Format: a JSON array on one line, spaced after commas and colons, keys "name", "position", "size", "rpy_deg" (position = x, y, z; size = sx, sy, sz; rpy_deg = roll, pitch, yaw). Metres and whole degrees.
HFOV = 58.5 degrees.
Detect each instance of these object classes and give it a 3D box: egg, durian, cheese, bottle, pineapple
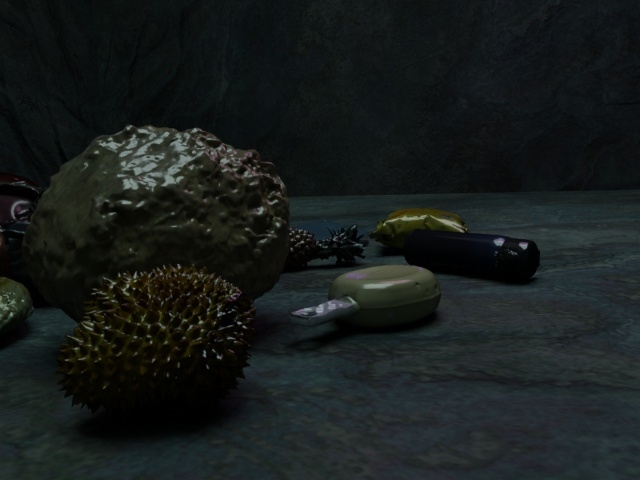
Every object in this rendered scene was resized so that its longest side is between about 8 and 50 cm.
[{"name": "egg", "position": [-0.190, -0.003, 0.695], "size": [0.310, 0.279, 0.279], "rpy_deg": [-22, 15, -20]}, {"name": "durian", "position": [-0.138, 0.085, 0.511], "size": [0.168, 0.137, 0.158], "rpy_deg": [-11, 29, 0]}, {"name": "cheese", "position": [0.054, 0.076, 0.724], "size": [0.227, 0.064, 0.137], "rpy_deg": [-9, 7, -44]}, {"name": "bottle", "position": [0.258, 0.022, 0.997], "size": [0.082, 0.072, 0.244], "rpy_deg": [2, 3, -44]}, {"name": "pineapple", "position": [-0.024, 0.011, 1.127], "size": [0.221, 0.083, 0.103], "rpy_deg": [-2, 9, -11]}]

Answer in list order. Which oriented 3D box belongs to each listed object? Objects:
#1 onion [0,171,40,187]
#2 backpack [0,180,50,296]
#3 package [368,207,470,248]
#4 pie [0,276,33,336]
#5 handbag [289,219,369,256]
[{"name": "onion", "position": [-0.776, -0.033, 1.391], "size": [0.273, 0.285, 0.273], "rpy_deg": [-25, 33, 17]}, {"name": "backpack", "position": [-0.551, -0.002, 0.992], "size": [0.317, 0.197, 0.283], "rpy_deg": [-5, 10, -11]}, {"name": "package", "position": [0.221, -0.022, 1.251], "size": [0.226, 0.090, 0.168], "rpy_deg": [1, 11, 9]}, {"name": "pie", "position": [-0.524, 0.103, 0.726], "size": [0.303, 0.066, 0.302], "rpy_deg": [-4, 8, 1]}, {"name": "handbag", "position": [0.000, 0.000, 1.326], "size": [0.144, 0.057, 0.221], "rpy_deg": [13, 15, 37]}]
